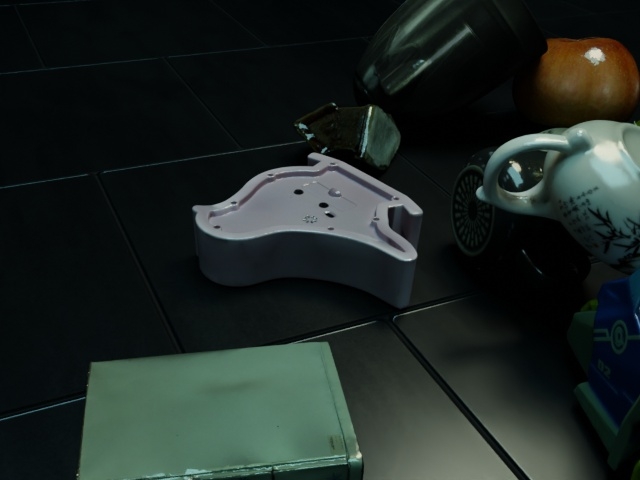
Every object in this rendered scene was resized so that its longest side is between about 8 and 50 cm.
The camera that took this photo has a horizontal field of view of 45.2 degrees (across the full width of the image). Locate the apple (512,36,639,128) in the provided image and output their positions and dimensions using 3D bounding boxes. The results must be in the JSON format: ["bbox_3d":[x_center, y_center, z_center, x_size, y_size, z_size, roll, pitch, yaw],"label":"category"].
[{"bbox_3d":[0.471,-0.292,1.421,0.235,0.173,0.210,18,26,30],"label":"apple"}]

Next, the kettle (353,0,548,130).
[{"bbox_3d":[0.206,-0.339,1.413,0.324,0.228,0.321,-36,10,12],"label":"kettle"}]

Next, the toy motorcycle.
[{"bbox_3d":[0.356,0.128,0.736,0.191,0.200,0.326,-7,35,-15],"label":"toy motorcycle"}]

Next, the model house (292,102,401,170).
[{"bbox_3d":[0.042,-0.170,1.289,0.152,0.106,0.165,6,-6,25],"label":"model house"}]

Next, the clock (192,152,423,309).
[{"bbox_3d":[0.000,0.000,1.014,0.275,0.080,0.290,-26,41,-37],"label":"clock"}]

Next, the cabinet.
[{"bbox_3d":[-0.084,0.192,0.637,0.206,0.145,0.150,-3,33,-10],"label":"cabinet"}]

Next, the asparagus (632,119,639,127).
[{"bbox_3d":[0.569,-0.156,1.284,0.382,0.128,0.108,-27,7,-37],"label":"asparagus"}]

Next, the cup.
[{"bbox_3d":[0.283,-0.020,1.009,0.177,0.169,0.223,0,46,-20],"label":"cup"}]

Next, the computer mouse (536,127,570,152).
[{"bbox_3d":[0.446,-0.162,1.337,0.182,0.056,0.089,9,37,8],"label":"computer mouse"}]

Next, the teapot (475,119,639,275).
[{"bbox_3d":[0.330,-0.049,0.890,0.300,0.166,0.208,18,52,-9],"label":"teapot"}]
